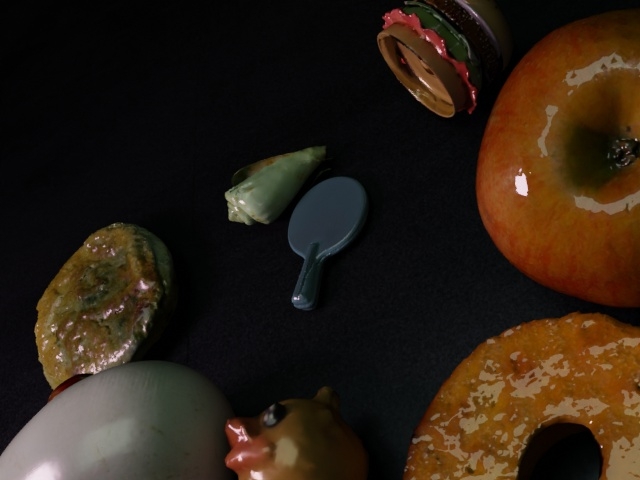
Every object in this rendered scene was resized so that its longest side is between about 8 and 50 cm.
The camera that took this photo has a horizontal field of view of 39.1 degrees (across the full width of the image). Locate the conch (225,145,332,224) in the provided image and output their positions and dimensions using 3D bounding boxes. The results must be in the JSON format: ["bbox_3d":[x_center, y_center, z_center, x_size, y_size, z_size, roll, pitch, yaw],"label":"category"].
[{"bbox_3d":[-0.065,-0.085,1.272,0.170,0.079,0.106,-36,41,-8],"label":"conch"}]

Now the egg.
[{"bbox_3d":[-0.254,0.285,1.051,0.371,0.230,0.230,-38,46,18],"label":"egg"}]

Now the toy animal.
[{"bbox_3d":[-0.038,0.282,0.941,0.195,0.169,0.281,-37,35,61],"label":"toy animal"}]

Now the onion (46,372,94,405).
[{"bbox_3d":[-0.312,0.233,1.205,0.119,0.117,0.118,-10,49,12],"label":"onion"}]

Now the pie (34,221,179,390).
[{"bbox_3d":[-0.324,0.100,1.331,0.277,0.078,0.277,-20,50,26],"label":"pie"}]

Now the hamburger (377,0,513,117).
[{"bbox_3d":[0.168,-0.251,1.144,0.137,0.175,0.175,-42,45,-2],"label":"hamburger"}]

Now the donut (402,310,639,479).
[{"bbox_3d":[0.228,0.220,0.821,0.303,0.110,0.303,-17,52,24],"label":"donut"}]

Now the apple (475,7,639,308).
[{"bbox_3d":[0.287,-0.085,0.867,0.302,0.301,0.301,-19,52,26],"label":"apple"}]

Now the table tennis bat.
[{"bbox_3d":[0.000,0.000,1.190,0.124,0.033,0.201,-7,56,36],"label":"table tennis bat"}]
